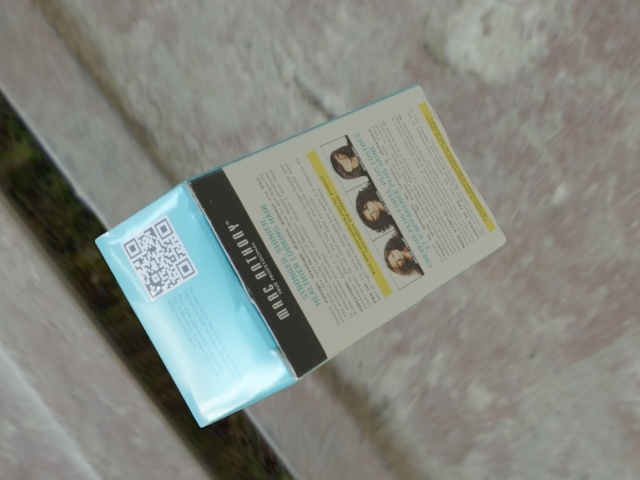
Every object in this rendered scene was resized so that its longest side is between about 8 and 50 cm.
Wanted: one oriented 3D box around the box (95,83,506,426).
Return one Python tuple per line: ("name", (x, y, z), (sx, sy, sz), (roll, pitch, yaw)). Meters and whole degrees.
("box", (0.000, 0.000, 0.949), (0.060, 0.244, 0.100), (-30, 89, 31))
